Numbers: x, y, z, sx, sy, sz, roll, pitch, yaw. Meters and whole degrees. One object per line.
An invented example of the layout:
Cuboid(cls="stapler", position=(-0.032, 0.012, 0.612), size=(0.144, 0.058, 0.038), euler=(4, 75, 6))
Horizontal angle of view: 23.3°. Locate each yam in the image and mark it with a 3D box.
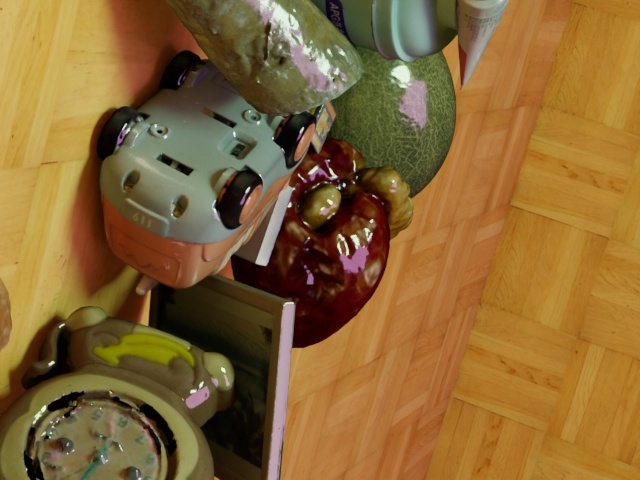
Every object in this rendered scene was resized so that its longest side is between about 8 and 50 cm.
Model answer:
Cuboid(cls="yam", position=(-0.090, -0.253, 1.609), size=(0.330, 0.133, 0.133), euler=(47, 59, -36))

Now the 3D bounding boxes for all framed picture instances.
Cuboid(cls="framed picture", position=(-0.126, 0.154, 1.800), size=(0.024, 0.315, 0.232), euler=(0, 99, -34))

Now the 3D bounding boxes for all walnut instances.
Cuboid(cls="walnut", position=(0.000, 0.000, 2.007), size=(0.244, 0.221, 0.269), euler=(-25, 159, -27))

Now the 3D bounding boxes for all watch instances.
Cuboid(cls="watch", position=(-0.245, 0.300, 1.722), size=(0.327, 0.314, 0.335), euler=(107, 2, -51))

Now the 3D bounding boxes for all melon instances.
Cuboid(cls="melon", position=(0.066, -0.184, 2.106), size=(0.237, 0.238, 0.301), euler=(-55, 156, -38))

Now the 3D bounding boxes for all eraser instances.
Cuboid(cls="eraser", position=(-0.107, -0.040, 1.902), size=(0.023, 0.150, 0.103), euler=(14, 96, -50))

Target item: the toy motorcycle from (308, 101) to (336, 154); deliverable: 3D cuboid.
Cuboid(cls="toy motorcycle", position=(-0.014, -0.254, 1.931), size=(0.263, 0.157, 0.091), euler=(-65, 163, -11))

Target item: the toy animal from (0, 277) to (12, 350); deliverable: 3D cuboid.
Cuboid(cls="toy animal", position=(-0.331, 0.017, 1.245), size=(0.104, 0.185, 0.183), euler=(-34, 140, -59))

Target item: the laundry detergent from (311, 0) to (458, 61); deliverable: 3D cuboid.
Cuboid(cls="laundry detergent", position=(0.049, -0.364, 1.753), size=(0.287, 0.305, 0.287), euler=(-55, 157, -38))

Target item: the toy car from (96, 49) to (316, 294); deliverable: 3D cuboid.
Cuboid(cls="toy car", position=(-0.136, -0.067, 1.763), size=(0.270, 0.181, 0.212), euler=(-52, 165, -42))

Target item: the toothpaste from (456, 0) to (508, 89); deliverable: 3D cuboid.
Cuboid(cls="toothpaste", position=(0.175, -0.243, 1.677), size=(0.089, 0.057, 0.234), euler=(-62, 168, -14))
